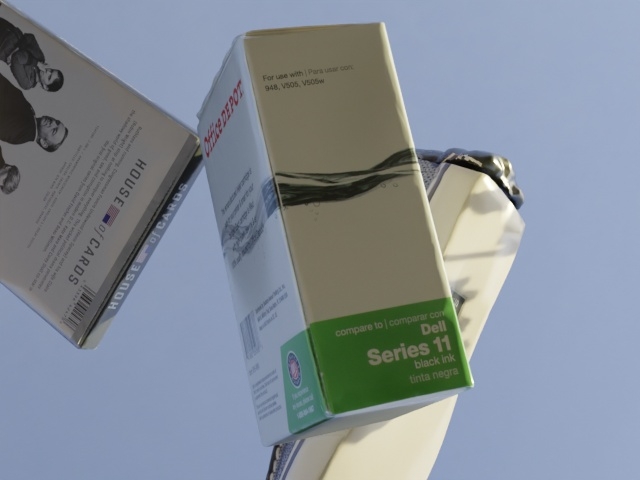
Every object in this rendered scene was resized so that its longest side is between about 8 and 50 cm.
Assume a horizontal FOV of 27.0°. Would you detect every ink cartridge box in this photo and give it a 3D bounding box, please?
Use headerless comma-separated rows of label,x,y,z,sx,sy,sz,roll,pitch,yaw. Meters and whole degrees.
ink cartridge box,0.000,0.000,0.753,0.087,0.153,0.208,-10,-101,-17

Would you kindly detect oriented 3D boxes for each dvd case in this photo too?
dvd case,-0.211,-0.056,1.007,0.239,0.029,0.179,35,-81,26

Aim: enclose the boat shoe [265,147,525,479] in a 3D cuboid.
boat shoe,0.013,0.081,0.968,0.127,0.158,0.340,44,-111,-48
